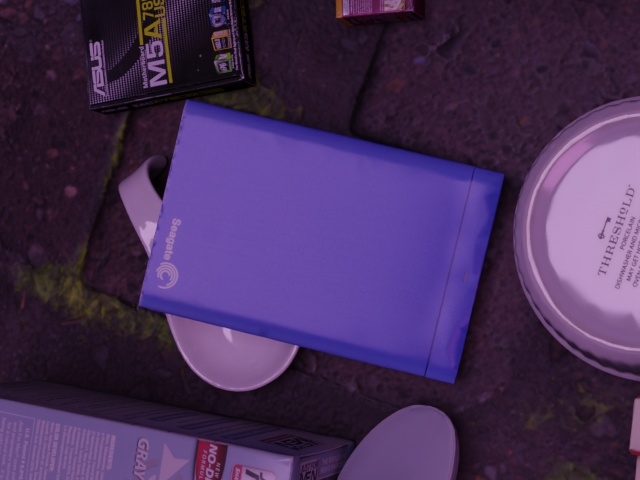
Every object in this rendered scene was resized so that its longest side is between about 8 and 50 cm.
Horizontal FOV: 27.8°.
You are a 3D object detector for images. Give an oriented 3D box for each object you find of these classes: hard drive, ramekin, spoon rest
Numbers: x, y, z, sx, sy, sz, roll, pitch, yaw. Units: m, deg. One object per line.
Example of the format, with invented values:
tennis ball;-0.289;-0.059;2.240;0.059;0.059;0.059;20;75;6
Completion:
hard drive;0.000;0.000;1.270;0.318;0.040;0.210;13;92;4
ramekin;0.298;-0.004;1.163;0.272;0.127;0.273;-1;87;19
spoon rest;-0.125;0.030;1.334;0.137;0.084;0.276;-40;74;13

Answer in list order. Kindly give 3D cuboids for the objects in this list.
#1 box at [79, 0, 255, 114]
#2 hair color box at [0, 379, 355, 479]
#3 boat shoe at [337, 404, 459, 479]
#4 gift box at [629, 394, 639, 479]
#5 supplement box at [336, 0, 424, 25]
box;-0.168;-0.243;1.384;0.184;0.045;0.191;-7;84;17
hair color box;-0.174;0.225;1.286;0.374;0.185;0.114;7;89;20
boat shoe;0.064;0.311;1.239;0.113;0.105;0.306;8;69;29
gift box;0.408;0.228;1.051;0.276;0.255;0.258;4;90;25
supplement box;0.060;-0.249;1.305;0.083;0.043;0.055;0;87;20
